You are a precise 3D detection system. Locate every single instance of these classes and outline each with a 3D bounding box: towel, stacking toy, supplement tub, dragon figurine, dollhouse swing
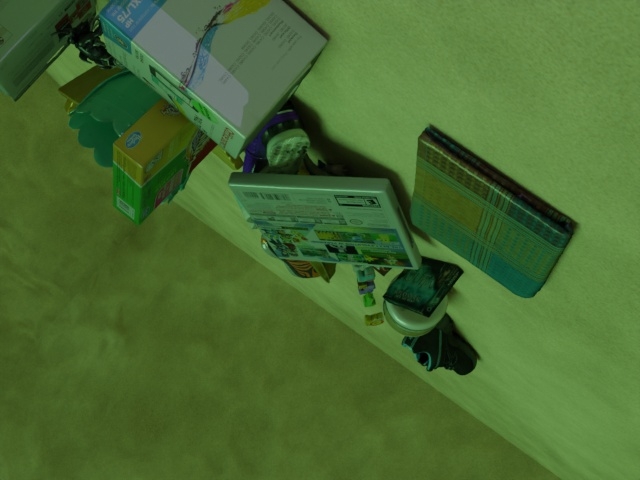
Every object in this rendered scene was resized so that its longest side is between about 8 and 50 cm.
[{"bbox_3d":[0.264,-0.031,1.374,0.271,0.040,0.370,36,168,14],"label":"towel"},{"bbox_3d":[0.115,0.099,2.067,0.221,0.052,0.167,78,180,-67],"label":"stacking toy"},{"bbox_3d":[0.224,0.154,2.033,0.144,0.144,0.200,38,170,9],"label":"supplement tub"},{"bbox_3d":[0.013,-0.115,1.773,0.289,0.085,0.144,42,170,-21],"label":"dragon figurine"},{"bbox_3d":[-0.424,-0.267,2.182,0.305,0.315,0.347,57,178,25],"label":"dollhouse swing"}]

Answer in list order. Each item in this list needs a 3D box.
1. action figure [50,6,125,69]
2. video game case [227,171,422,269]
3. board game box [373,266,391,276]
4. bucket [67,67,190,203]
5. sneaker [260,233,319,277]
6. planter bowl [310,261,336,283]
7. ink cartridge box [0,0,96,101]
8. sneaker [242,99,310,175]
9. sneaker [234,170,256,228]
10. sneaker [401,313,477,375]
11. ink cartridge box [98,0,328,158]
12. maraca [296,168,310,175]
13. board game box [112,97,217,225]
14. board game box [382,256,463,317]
[{"bbox_3d":[-0.447,-0.439,1.879,0.275,0.141,0.164,23,171,3],"label":"action figure"},{"bbox_3d":[0.016,-0.037,1.707,0.329,0.036,0.300,4,151,22],"label":"video game case"},{"bbox_3d":[0.128,0.020,2.129,0.145,0.027,0.281,38,170,4],"label":"board game box"},{"bbox_3d":[-0.366,-0.233,1.783,0.281,0.183,0.281,31,158,14],"label":"bucket"},{"bbox_3d":[-0.024,0.049,2.549,0.180,0.125,0.321,9,169,38],"label":"sneaker"},{"bbox_3d":[0.000,0.000,2.260,0.217,0.090,0.217,55,172,12],"label":"planter bowl"},{"bbox_3d":[-0.664,-0.491,1.925,0.130,0.309,0.272,40,170,-4],"label":"ink cartridge box"},{"bbox_3d":[-0.102,-0.204,1.687,0.146,0.102,0.293,69,157,12],"label":"sneaker"},{"bbox_3d":[-0.168,-0.127,2.386,0.366,0.135,0.150,98,151,-84],"label":"sneaker"},{"bbox_3d":[0.323,0.302,2.349,0.125,0.140,0.341,27,166,44],"label":"sneaker"},{"bbox_3d":[-0.162,-0.294,1.283,0.270,0.197,0.198,40,171,-5],"label":"ink cartridge box"},{"bbox_3d":[-0.035,-0.111,1.948,0.127,0.099,0.185,42,-172,2],"label":"maraca"},{"bbox_3d":[-0.240,-0.198,1.506,0.064,0.316,0.242,38,155,4],"label":"board game box"},{"bbox_3d":[0.220,0.096,1.841,0.026,0.126,0.186,43,169,-21],"label":"board game box"}]
